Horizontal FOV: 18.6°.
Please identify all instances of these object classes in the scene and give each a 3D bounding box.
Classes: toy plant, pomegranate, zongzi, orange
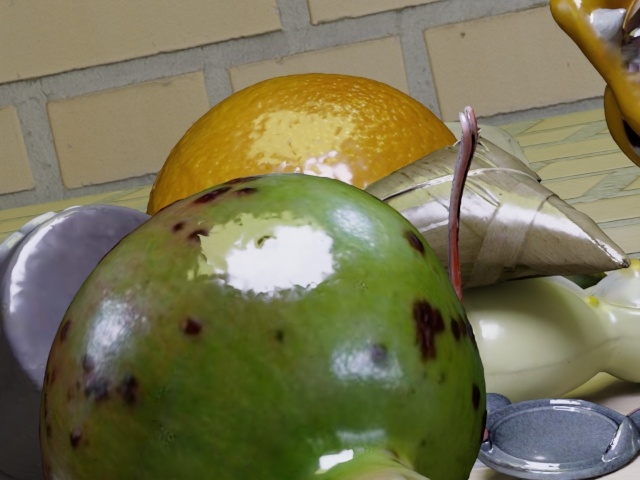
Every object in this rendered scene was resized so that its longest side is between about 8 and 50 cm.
[{"bbox_3d":[-0.204,0.094,1.388,0.185,0.279,0.400,23,-26,-18],"label":"toy plant"},{"bbox_3d":[-0.004,0.086,0.978,0.242,0.242,0.306,-17,12,-34],"label":"pomegranate"},{"bbox_3d":[0.077,0.016,1.243,0.189,0.081,0.178,-28,35,-15],"label":"zongzi"},{"bbox_3d":[0.000,0.000,1.493,0.274,0.274,0.274,-12,8,2],"label":"orange"}]

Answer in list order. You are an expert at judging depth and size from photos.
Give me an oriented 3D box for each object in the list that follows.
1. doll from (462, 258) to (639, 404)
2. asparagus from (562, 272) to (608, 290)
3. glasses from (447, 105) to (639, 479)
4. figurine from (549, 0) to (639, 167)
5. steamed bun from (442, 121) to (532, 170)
[{"bbox_3d":[0.160,0.059,1.343,0.296,0.117,0.141,-14,10,-17],"label":"doll"},{"bbox_3d":[0.092,0.040,1.753,0.343,0.085,0.082,-9,32,5],"label":"asparagus"},{"bbox_3d":[0.187,0.009,1.161,0.234,0.268,0.118,-10,26,2],"label":"glasses"},{"bbox_3d":[0.371,-0.101,1.210,0.387,0.401,0.268,-7,16,44],"label":"figurine"},{"bbox_3d":[0.089,-0.016,1.846,0.238,0.152,0.170,-7,-31,-22],"label":"steamed bun"}]
